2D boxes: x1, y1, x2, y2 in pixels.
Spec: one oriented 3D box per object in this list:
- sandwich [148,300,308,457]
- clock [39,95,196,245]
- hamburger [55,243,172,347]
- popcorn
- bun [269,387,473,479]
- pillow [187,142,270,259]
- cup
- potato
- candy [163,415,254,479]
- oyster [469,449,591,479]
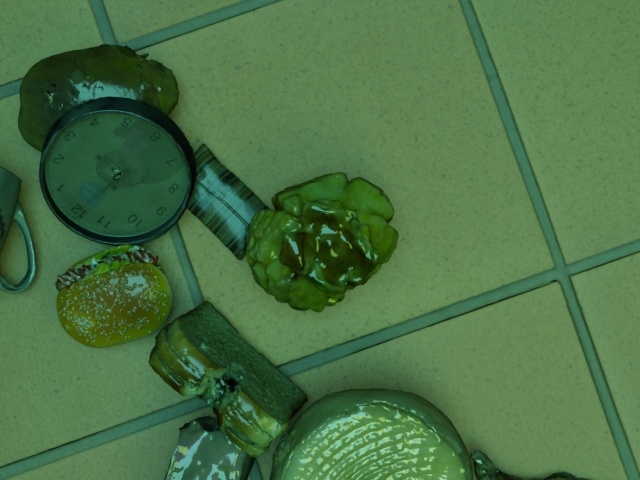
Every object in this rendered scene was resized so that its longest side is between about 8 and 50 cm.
[{"bbox_3d":[-0.163,0.239,1.757,0.273,0.249,0.095,43,101,2],"label":"sandwich"},{"bbox_3d":[-0.360,-0.116,1.798,0.280,0.055,0.281,-2,120,-4],"label":"clock"},{"bbox_3d":[-0.371,0.101,1.828,0.210,0.116,0.173,-16,90,-1],"label":"hamburger"},{"bbox_3d":[0.000,0.000,1.781,0.257,0.270,0.224,-31,83,43],"label":"popcorn"},{"bbox_3d":[0.077,0.409,1.770,0.364,0.202,0.365,-2,106,-8],"label":"bun"},{"bbox_3d":[-0.182,-0.071,1.875,0.203,0.038,0.113,43,88,1],"label":"pillow"},{"bbox_3d":[-0.613,-0.016,1.820,0.258,0.186,0.234,32,78,-29],"label":"cup"},{"bbox_3d":[-0.404,-0.255,1.832,0.296,0.141,0.192,-12,90,-3],"label":"potato"},{"bbox_3d":[-0.198,0.410,1.785,0.137,0.185,0.195,17,88,5],"label":"candy"},{"bbox_3d":[0.426,0.525,1.824,0.395,0.111,0.204,18,91,-3],"label":"oyster"}]
